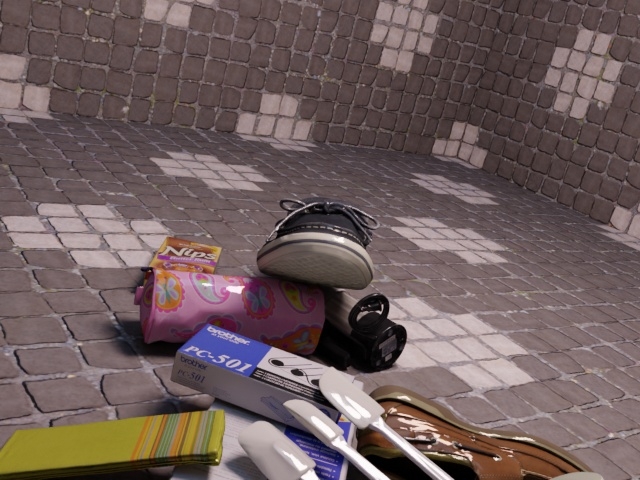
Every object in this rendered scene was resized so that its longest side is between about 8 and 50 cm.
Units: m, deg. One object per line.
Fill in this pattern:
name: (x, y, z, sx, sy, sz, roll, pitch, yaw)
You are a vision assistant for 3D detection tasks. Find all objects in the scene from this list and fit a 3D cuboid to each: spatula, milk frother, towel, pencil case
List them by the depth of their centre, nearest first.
spatula: (0.047, 0.246, 0.773, 0.242, 0.019, 0.168, 38, 37, 24)
towel: (-0.221, 0.219, 0.776, 0.238, 0.021, 0.102, -5, 12, -1)
pencil case: (-0.137, 0.109, 1.120, 0.284, 0.124, 0.124, 7, 19, -19)
milk frother: (0.058, 0.123, 1.191, 0.129, 0.143, 0.135, -9, 29, -43)

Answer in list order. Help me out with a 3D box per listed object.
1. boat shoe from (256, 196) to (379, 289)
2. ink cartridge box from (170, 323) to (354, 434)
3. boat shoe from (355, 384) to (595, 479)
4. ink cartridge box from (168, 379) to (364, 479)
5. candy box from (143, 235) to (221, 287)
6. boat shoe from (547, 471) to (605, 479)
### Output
boat shoe: (0.000, 0.000, 1.242, 0.187, 0.155, 0.500, 11, -3, 1)
ink cartridge box: (-0.069, 0.171, 0.903, 0.207, 0.046, 0.097, 18, 18, 9)
boat shoe: (0.186, 0.285, 0.875, 0.308, 0.110, 0.104, 19, 32, 3)
ink cartridge box: (-0.055, 0.247, 0.857, 0.176, 0.069, 0.371, 16, 16, 4)
candy box: (-0.245, 0.053, 1.313, 0.109, 0.053, 0.186, 12, 17, -5)
boat shoe: (0.216, 0.324, 0.779, 0.228, 0.081, 0.079, -18, -3, -13)
